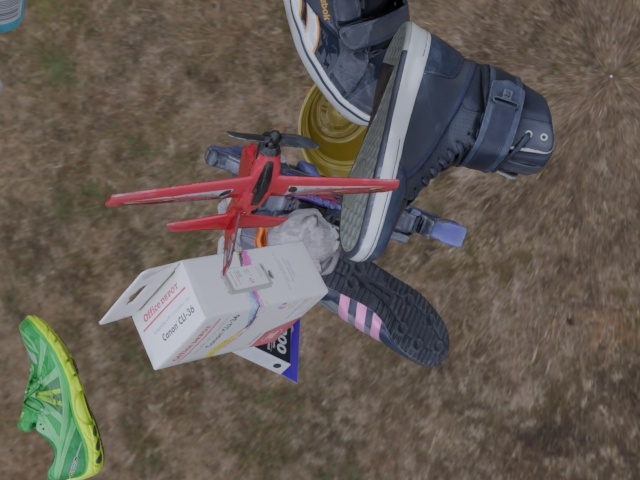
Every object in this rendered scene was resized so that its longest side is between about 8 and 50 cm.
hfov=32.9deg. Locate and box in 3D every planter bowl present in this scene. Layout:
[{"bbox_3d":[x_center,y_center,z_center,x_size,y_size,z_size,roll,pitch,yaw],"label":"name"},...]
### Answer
[{"bbox_3d":[0.048,-0.208,1.819,0.217,0.090,0.217,-9,114,-21],"label":"planter bowl"}]

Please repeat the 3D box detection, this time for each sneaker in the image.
[{"bbox_3d":[0.032,-0.276,1.174,0.127,0.126,0.321,-4,117,50],"label":"sneaker"},{"bbox_3d":[0.114,-0.063,0.931,0.163,0.086,0.226,24,68,-14],"label":"sneaker"},{"bbox_3d":[0.088,0.113,1.930,0.319,0.131,0.112,40,67,-13],"label":"sneaker"},{"bbox_3d":[-0.460,0.267,1.831,0.123,0.109,0.296,-19,82,-11],"label":"sneaker"}]

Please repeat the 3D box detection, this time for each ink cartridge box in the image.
[{"bbox_3d":[-0.105,0.067,1.076,0.115,0.198,0.067,-45,64,43],"label":"ink cartridge box"},{"bbox_3d":[-0.095,0.116,1.868,0.045,0.208,0.206,-27,47,34],"label":"ink cartridge box"}]

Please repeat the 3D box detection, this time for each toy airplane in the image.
[{"bbox_3d":[-0.037,-0.022,0.564,0.151,0.151,0.028,-17,68,17],"label":"toy airplane"}]

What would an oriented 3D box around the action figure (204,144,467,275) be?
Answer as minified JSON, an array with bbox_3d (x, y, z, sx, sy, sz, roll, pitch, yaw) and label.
[{"bbox_3d":[0.000,0.000,1.404,0.341,0.330,0.179,18,92,-2],"label":"action figure"}]

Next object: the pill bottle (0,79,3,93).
[{"bbox_3d":[-0.361,-0.158,0.888,0.108,0.108,0.180,-39,101,17],"label":"pill bottle"}]

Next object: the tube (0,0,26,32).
[{"bbox_3d":[-0.255,-0.246,0.877,0.052,0.080,0.207,36,148,-3],"label":"tube"}]
